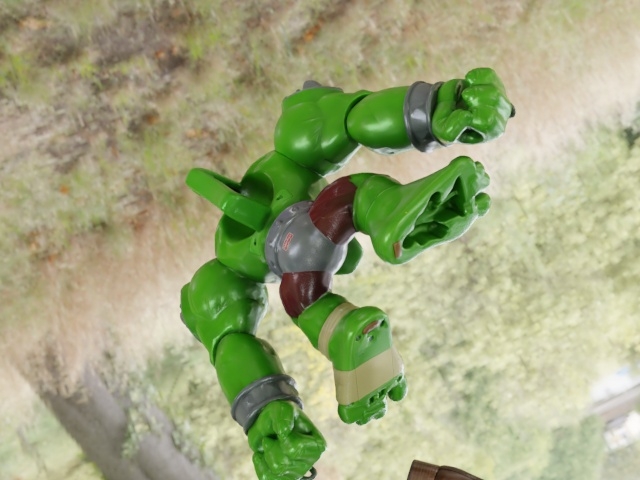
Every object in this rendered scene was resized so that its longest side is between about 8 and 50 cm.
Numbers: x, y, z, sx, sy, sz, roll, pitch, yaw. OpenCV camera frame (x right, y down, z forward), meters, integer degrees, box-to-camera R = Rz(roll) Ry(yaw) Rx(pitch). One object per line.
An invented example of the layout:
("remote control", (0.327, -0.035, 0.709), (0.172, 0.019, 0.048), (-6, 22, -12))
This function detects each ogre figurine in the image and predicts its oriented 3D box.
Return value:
("ogre figurine", (0.000, 0.000, 0.457), (0.097, 0.118, 0.197), (-2, 115, -44))

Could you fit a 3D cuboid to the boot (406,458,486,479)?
("boot", (0.087, 0.161, 0.445), (0.114, 0.106, 0.037), (12, -168, 14))
